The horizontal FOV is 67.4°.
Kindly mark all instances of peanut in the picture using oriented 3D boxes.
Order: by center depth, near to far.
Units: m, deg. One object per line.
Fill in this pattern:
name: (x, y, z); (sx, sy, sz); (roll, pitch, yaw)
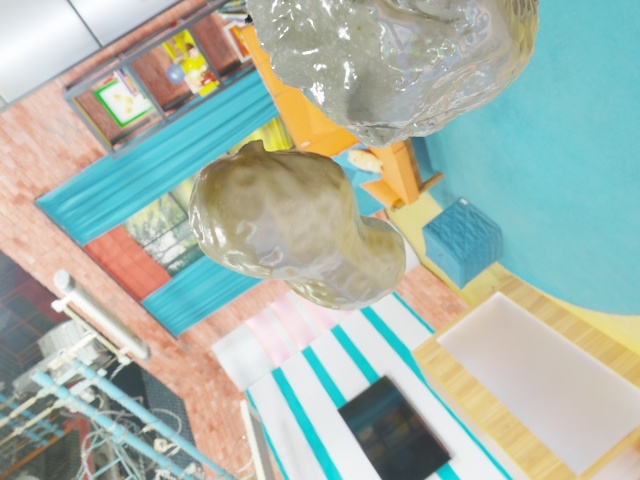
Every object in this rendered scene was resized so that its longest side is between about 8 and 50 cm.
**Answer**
peanut: (0.000, 0.000, 0.415); (0.101, 0.117, 0.263); (43, -175, 41)

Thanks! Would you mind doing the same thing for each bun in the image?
bun: (0.051, -0.221, 0.435); (0.205, 0.281, 0.281); (-32, 94, 42)
